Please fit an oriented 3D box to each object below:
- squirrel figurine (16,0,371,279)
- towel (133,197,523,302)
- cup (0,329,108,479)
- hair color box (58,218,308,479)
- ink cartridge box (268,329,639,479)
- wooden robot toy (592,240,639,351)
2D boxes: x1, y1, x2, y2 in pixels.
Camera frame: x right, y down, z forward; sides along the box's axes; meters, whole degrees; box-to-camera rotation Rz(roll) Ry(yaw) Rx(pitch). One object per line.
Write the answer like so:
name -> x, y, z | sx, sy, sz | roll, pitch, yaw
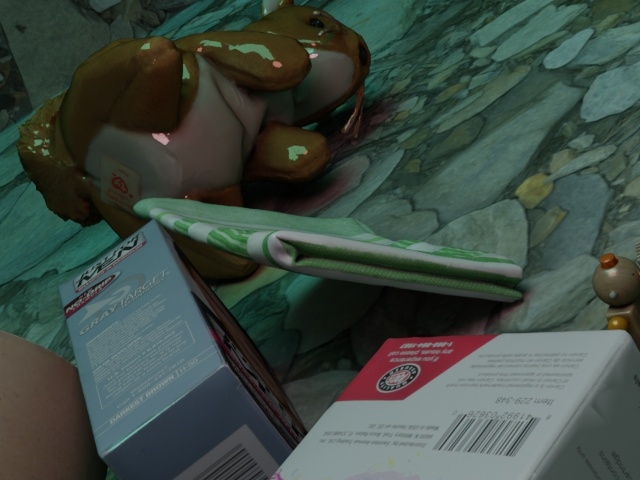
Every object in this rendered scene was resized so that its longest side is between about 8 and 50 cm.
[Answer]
squirrel figurine -> -0.140, -0.157, 1.807 | 0.397, 0.281, 0.370 | -8, 26, 44
towel -> 0.000, 0.000, 1.363 | 0.325, 0.248, 0.038 | 19, 101, 65
cup -> -0.332, 0.246, 1.212 | 0.331, 0.331, 0.237 | -24, 48, 24
hair color box -> -0.098, 0.129, 1.229 | 0.113, 0.185, 0.374 | -37, 21, -2
ink cartridge box -> 0.059, 0.200, 0.930 | 0.226, 0.131, 0.306 | -4, 38, 51
wooden robot toy -> 0.232, 0.034, 1.103 | 0.076, 0.079, 0.173 | -18, 27, 36
